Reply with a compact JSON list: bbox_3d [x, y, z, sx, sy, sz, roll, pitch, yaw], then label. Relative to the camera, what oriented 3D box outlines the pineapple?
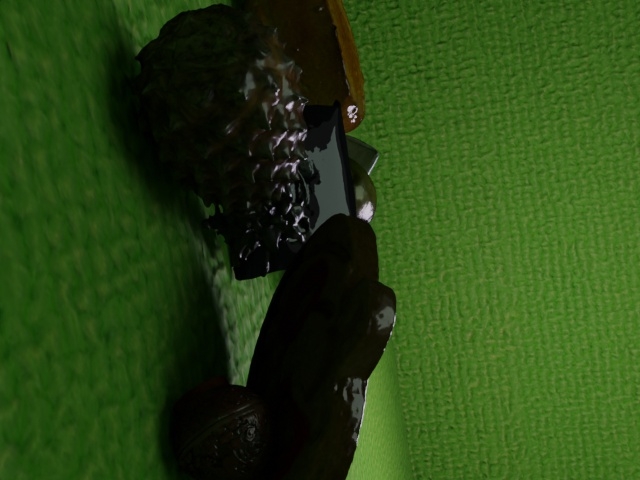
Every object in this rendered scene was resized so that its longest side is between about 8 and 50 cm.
[{"bbox_3d":[-0.076,-0.084,0.870,0.361,0.175,0.174,65,19,-57],"label":"pineapple"}]

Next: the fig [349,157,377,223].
[{"bbox_3d":[-0.005,-0.063,1.284,0.191,0.181,0.181,47,-20,45],"label":"fig"}]

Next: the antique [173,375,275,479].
[{"bbox_3d":[-0.090,0.184,0.764,0.104,0.104,0.104,-8,90,-81],"label":"antique"}]

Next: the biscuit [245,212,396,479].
[{"bbox_3d":[-0.019,0.137,0.857,0.314,0.063,0.367,130,-25,-52],"label":"biscuit"}]

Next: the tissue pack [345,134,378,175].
[{"bbox_3d":[0.021,-0.145,1.624,0.159,0.145,0.229,-59,-179,8],"label":"tissue pack"}]

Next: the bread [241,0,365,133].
[{"bbox_3d":[-0.025,-0.306,1.370,0.312,0.173,0.311,-9,90,-79],"label":"bread"}]

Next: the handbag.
[{"bbox_3d":[-0.041,-0.074,1.115,0.089,0.211,0.254,-17,-100,56],"label":"handbag"}]
